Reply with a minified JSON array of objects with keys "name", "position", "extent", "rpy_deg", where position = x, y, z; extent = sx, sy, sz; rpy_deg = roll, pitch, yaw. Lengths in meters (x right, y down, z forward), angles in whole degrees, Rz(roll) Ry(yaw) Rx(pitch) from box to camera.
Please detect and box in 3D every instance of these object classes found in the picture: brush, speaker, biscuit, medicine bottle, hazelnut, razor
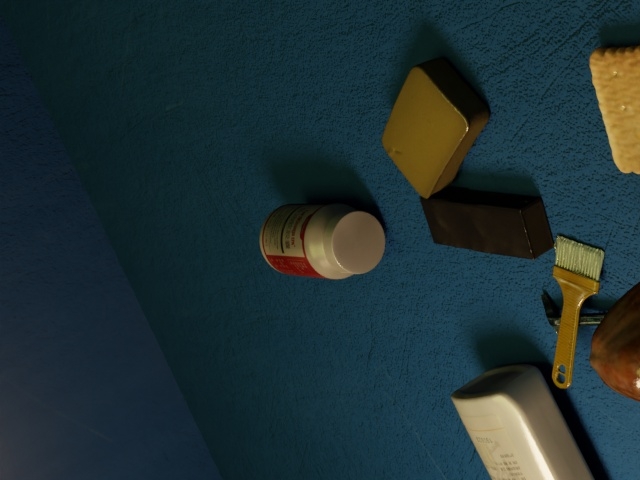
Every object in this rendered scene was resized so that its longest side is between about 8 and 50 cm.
[{"name":"brush","position":[0.160,-0.159,1.603],"extent":[0.123,0.059,0.197],"rpy_deg":[55,152,18]},{"name":"brush","position":[0.341,0.104,1.533],"extent":[0.082,0.010,0.218],"rpy_deg":[26,121,50]},{"name":"speaker","position":[0.235,-0.029,1.615],"extent":[0.218,0.044,0.082],"rpy_deg":[10,124,57]},{"name":"biscuit","position":[0.404,-0.142,1.225],"extent":[0.250,0.030,0.160],"rpy_deg":[9,123,57]},{"name":"medicine bottle","position":[0.000,0.000,1.956],"extent":[0.250,0.131,0.131],"rpy_deg":[2,118,60]},{"name":"hazelnut","position":[0.414,0.105,1.268],"extent":[0.210,0.210,0.186],"rpy_deg":[33,103,43]},{"name":"medicine bottle","position":[0.335,0.356,1.731],"extent":[0.324,0.124,0.179],"rpy_deg":[64,154,-3]},{"name":"razor","position":[0.366,0.107,1.531],"extent":[0.190,0.033,0.066],"rpy_deg":[-5,112,61]}]
